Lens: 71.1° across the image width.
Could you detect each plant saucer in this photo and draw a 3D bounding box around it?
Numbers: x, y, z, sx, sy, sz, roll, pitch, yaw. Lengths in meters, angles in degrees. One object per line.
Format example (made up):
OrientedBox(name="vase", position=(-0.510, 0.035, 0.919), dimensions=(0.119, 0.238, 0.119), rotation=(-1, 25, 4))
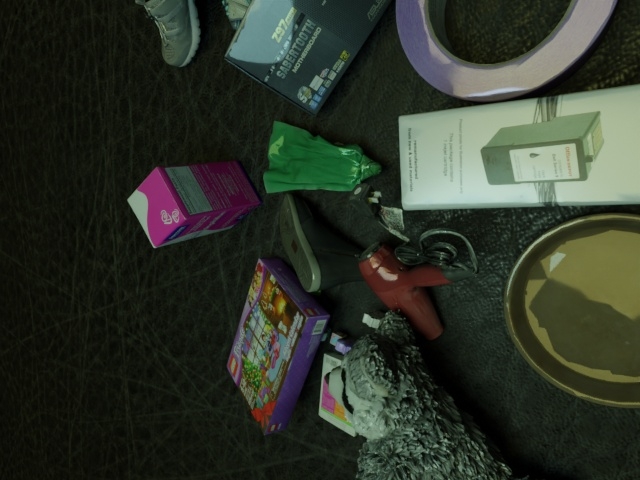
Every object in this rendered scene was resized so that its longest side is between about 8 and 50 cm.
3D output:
OrientedBox(name="plant saucer", position=(0.406, 0.097, 0.628), dimensions=(0.277, 0.041, 0.278), rotation=(7, 104, 30))

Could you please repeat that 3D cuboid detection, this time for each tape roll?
OrientedBox(name="tape roll", position=(0.245, -0.327, 0.604), dimensions=(0.274, 0.090, 0.275), rotation=(7, 104, 30))

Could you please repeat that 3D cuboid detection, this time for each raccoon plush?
OrientedBox(name="raccoon plush", position=(0.226, 0.280, 0.703), dimensions=(0.445, 0.216, 0.300), rotation=(2, 109, 2))

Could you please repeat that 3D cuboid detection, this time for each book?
OrientedBox(name="book", position=(0.044, 0.306, 0.904), dimensions=(0.096, 0.035, 0.145), rotation=(15, 108, 32))

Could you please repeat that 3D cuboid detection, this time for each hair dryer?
OrientedBox(name="hair dryer", position=(0.139, 0.062, 0.696), dimensions=(0.223, 0.080, 0.294), rotation=(39, 162, 44))

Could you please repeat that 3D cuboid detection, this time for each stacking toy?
OrientedBox(name="stacking toy", position=(0.022, 0.190, 0.859), dimensions=(0.221, 0.052, 0.167), rotation=(20, 103, 33))

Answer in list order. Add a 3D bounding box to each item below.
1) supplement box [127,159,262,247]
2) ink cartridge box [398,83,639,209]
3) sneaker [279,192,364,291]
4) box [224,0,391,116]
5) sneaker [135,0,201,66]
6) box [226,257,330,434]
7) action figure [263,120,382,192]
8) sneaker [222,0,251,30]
OrientedBox(name="supplement box", position=(-0.238, -0.078, 0.879), dimensions=(0.111, 0.220, 0.114), rotation=(-34, 82, 33))
OrientedBox(name="ink cartridge box", position=(0.272, -0.109, 0.565), dimensions=(0.288, 0.211, 0.122), rotation=(1, 100, 30))
OrientedBox(name="sneaker", position=(0.000, 0.000, 0.845), dimensions=(0.083, 0.117, 0.222), rotation=(115, 143, -45))
OrientedBox(name="box", position=(-0.023, -0.349, 0.727), dimensions=(0.183, 0.059, 0.233), rotation=(30, 120, -17))
OrientedBox(name="sneaker", position=(-0.299, -0.453, 0.854), dimensions=(0.105, 0.115, 0.281), rotation=(57, 151, 17))
OrientedBox(name="box", position=(-0.098, 0.211, 0.911), dimensions=(0.201, 0.057, 0.294), rotation=(43, 122, 45))
OrientedBox(name="action figure", position=(0.005, -0.138, 0.809), dimensions=(0.232, 0.063, 0.138), rotation=(14, 106, 33))
OrientedBox(name="sneaker", position=(-0.148, -0.450, 0.809), dimensions=(0.283, 0.110, 0.122), rotation=(45, 123, 16))
